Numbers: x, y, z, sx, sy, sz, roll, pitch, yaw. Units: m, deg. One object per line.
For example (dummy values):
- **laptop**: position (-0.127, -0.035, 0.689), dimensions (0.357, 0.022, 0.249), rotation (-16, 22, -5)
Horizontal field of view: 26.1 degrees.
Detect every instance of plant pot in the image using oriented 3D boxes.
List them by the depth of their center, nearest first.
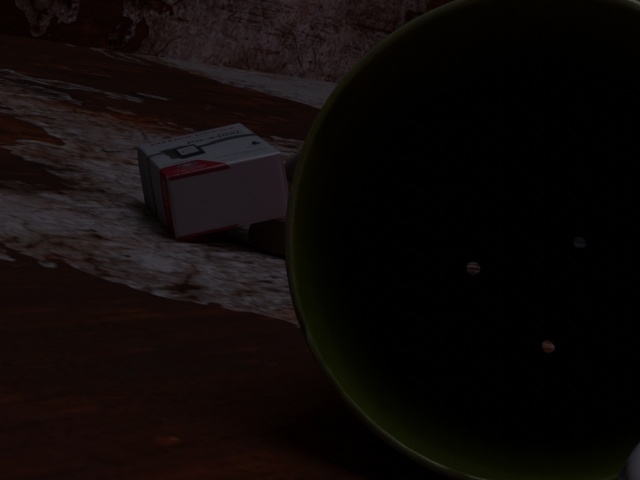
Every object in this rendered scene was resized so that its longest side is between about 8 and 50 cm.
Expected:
- **plant pot**: position (0.139, 0.015, 0.874), dimensions (0.274, 0.275, 0.293), rotation (16, -5, 11)

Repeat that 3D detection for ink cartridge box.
- **ink cartridge box**: position (-0.103, -0.058, 1.288), dimensions (0.109, 0.063, 0.150), rotation (-14, 19, -15)

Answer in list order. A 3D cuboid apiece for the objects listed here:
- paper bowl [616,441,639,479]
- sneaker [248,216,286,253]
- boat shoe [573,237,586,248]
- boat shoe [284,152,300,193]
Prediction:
- **paper bowl**: position (0.201, 0.164, 0.368), dimensions (0.284, 0.148, 0.284), rotation (13, 10, -2)
- **sneaker**: position (0.000, 0.000, 1.266), dimensions (0.118, 0.042, 0.067), rotation (16, 14, 22)
- **boat shoe**: position (0.304, -0.034, 1.735), dimensions (0.226, 0.083, 0.075), rotation (19, 13, 31)
- **boat shoe**: position (0.108, -0.086, 1.345), dimensions (0.324, 0.123, 0.116), rotation (-18, -6, 11)
